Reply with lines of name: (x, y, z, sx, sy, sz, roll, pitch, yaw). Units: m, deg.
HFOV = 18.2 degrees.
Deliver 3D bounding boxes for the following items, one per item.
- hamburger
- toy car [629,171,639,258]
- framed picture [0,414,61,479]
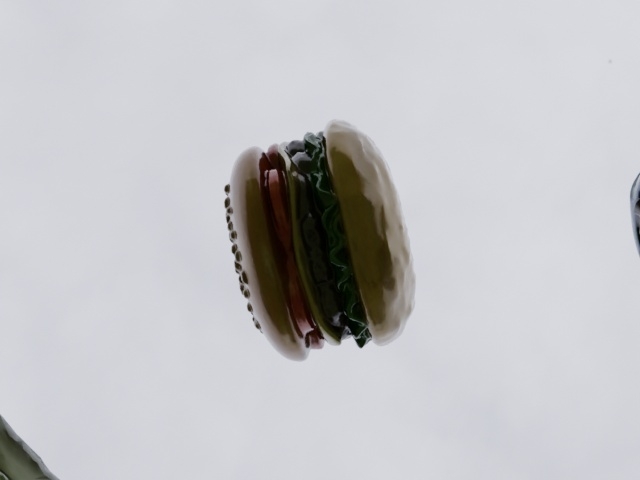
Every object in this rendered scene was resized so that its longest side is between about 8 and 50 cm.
hamburger: (0.000, 0.000, 1.307, 0.115, 0.162, 0.162, -12, -87, 2)
toy car: (0.327, 0.041, 1.260, 0.198, 0.166, 0.314, -27, -120, -21)
framed picture: (-0.114, 0.201, 0.412, 0.296, 0.019, 0.232, -46, -63, -15)
